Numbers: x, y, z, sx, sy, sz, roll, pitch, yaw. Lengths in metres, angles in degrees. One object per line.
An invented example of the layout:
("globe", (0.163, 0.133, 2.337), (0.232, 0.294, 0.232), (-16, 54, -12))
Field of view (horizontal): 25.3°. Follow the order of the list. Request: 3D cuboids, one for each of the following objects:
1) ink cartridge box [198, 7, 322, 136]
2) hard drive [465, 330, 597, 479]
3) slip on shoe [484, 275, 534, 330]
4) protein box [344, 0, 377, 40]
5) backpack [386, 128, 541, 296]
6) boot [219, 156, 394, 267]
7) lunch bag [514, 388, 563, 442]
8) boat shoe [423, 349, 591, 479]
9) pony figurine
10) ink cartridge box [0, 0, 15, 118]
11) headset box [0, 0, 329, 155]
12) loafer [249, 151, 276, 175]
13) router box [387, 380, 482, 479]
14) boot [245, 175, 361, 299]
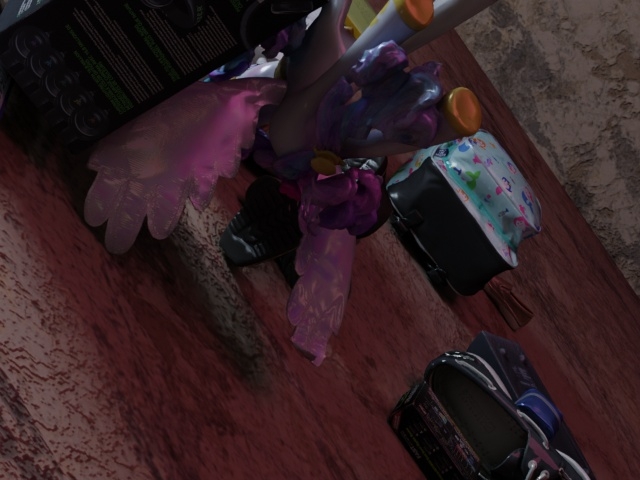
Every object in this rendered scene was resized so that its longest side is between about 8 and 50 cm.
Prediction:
("ink cartridge box", (-0.090, -0.275, 1.667), (0.211, 0.121, 0.289), (33, 38, -16))
("hard drive", (0.296, 0.252, 1.999), (0.172, 0.054, 0.254), (21, 38, -61))
("slip on shoe", (0.299, 0.083, 2.343), (0.135, 0.041, 0.051), (57, 17, 4))
("protein box", (-0.006, -0.316, 2.110), (0.199, 0.136, 0.201), (51, 17, -14))
("backpack", (0.220, -0.055, 2.170), (0.225, 0.191, 0.253), (53, 12, -5))
("boot", (-0.003, -0.013, 1.522), (0.077, 0.198, 0.137), (56, -5, 28))
("lunch bag", (0.265, 0.247, 1.860), (0.067, 0.098, 0.065), (47, 28, 6))
("boat shoe", (0.226, 0.264, 1.715), (0.302, 0.114, 0.091), (48, 14, 17))
("pony figurine", (-0.009, -0.107, 1.328), (0.303, 0.363, 0.351), (38, 48, -26))
("ink cartridge box", (-0.345, -0.291, 1.212), (0.324, 0.072, 0.330), (-94, 169, -59))
("headset box", (-0.148, -0.229, 1.282), (0.131, 0.283, 0.246), (55, 13, -24))
("loafer", (-0.049, -0.142, 1.794), (0.087, 0.094, 0.251), (23, 15, 12))
("router box", (0.132, 0.230, 1.629), (0.122, 0.038, 0.092), (55, 18, 0))
("boot", (0.002, 0.000, 1.682), (0.189, 0.076, 0.208), (61, 11, 12))
